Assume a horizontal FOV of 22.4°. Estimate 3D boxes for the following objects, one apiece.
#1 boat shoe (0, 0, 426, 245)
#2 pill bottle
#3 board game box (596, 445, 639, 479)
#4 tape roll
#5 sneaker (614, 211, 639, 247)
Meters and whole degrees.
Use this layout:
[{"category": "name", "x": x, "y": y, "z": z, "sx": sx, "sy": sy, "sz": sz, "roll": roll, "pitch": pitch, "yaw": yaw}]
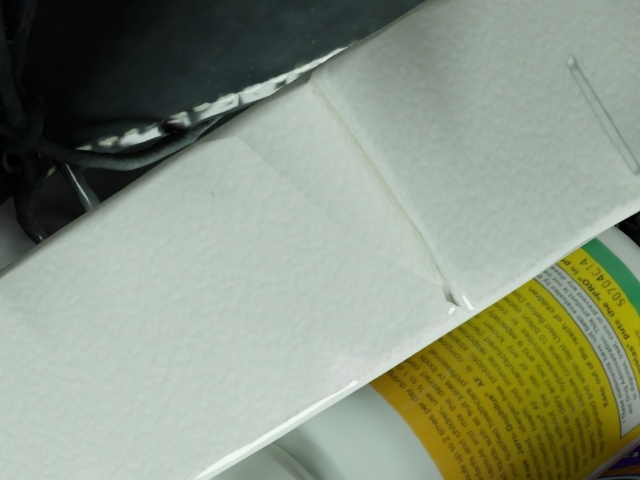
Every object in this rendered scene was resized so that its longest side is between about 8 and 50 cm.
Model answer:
[{"category": "boat shoe", "x": -0.130, "y": -0.075, "z": 0.548, "sx": 0.500, "sy": 0.156, "sz": 0.187, "roll": -11, "pitch": 137, "yaw": -7}, {"category": "pill bottle", "x": 0.050, "y": 0.080, "z": 0.691, "sx": 0.208, "sy": 0.117, "sz": 0.118, "roll": -32, "pitch": 145, "yaw": -25}, {"category": "board game box", "x": 0.048, "y": 0.331, "z": 0.744, "sx": 0.356, "sy": 0.357, "sz": 0.356, "roll": -14, "pitch": -175, "yaw": 19}, {"category": "tape roll", "x": 0.000, "y": 0.000, "z": 0.547, "sx": 0.392, "sy": 0.072, "sz": 0.392, "roll": -32, "pitch": 179, "yaw": -1}, {"category": "sneaker", "x": 0.157, "y": -0.014, "z": 0.727, "sx": 0.106, "sy": 0.078, "sz": 0.234, "roll": -2, "pitch": 160, "yaw": 0}]
